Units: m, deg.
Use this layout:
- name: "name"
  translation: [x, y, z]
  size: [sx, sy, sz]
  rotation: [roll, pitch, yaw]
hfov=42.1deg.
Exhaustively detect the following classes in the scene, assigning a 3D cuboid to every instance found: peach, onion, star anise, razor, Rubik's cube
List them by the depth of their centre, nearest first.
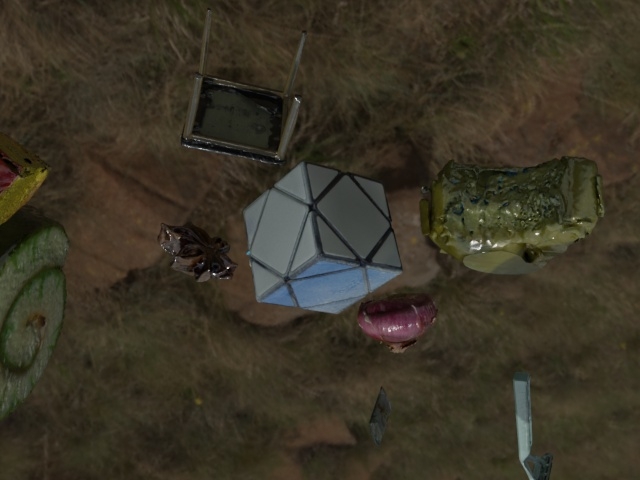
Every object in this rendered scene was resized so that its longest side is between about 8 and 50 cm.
- name: "peach"
  translation: [-0.380, -0.076, 0.948]
  size: [0.092, 0.172, 0.127]
  rotation: [35, 117, -9]
- name: "Rubik's cube"
  translation: [0.000, 0.000, 1.558]
  size: [0.205, 0.207, 0.205]
  rotation: [11, 148, -38]
- name: "razor"
  translation: [0.409, 0.374, 1.642]
  size: [0.056, 0.111, 0.277]
  rotation: [-4, 120, 27]
- name: "star anise"
  translation: [-0.306, 0.031, 2.011]
  size: [0.220, 0.214, 0.099]
  rotation: [25, 107, -35]
- name: "onion"
  translation: [0.212, 0.227, 2.267]
  size: [0.230, 0.163, 0.230]
  rotation: [-3, 180, 0]

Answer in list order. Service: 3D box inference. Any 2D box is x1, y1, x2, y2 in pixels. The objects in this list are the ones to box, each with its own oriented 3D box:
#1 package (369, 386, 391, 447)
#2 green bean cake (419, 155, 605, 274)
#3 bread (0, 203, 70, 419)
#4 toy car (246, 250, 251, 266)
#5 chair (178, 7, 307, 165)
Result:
- name: "package"
  translation: [0.078, 0.230, 1.085]
  size: [0.015, 0.110, 0.037]
  rotation: [-19, 100, 19]
- name: "green bean cake"
  translation: [0.364, -0.048, 1.618]
  size: [0.310, 0.201, 0.285]
  rotation: [4, 164, -5]
- name: "bread"
  translation: [-0.546, 0.118, 1.381]
  size: [0.129, 0.381, 0.366]
  rotation: [18, 163, 7]
- name: "toy car"
  translation: [-0.099, 0.017, 1.780]
  size: [0.162, 0.126, 0.098]
  rotation: [-27, 166, 20]
- name: "chair"
  translation: [-0.131, -0.206, 1.359]
  size: [0.188, 0.166, 0.272]
  rotation: [10, 144, -9]
